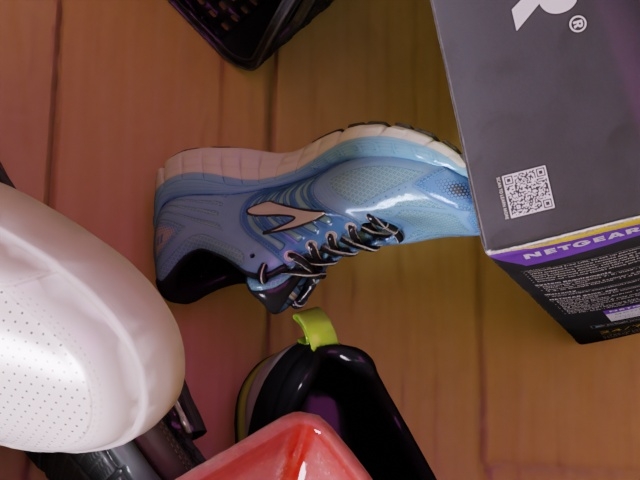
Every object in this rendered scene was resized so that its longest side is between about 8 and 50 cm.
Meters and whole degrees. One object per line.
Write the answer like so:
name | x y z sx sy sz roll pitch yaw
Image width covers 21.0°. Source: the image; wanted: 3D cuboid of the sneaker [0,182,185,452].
sneaker | -0.207 0.037 0.594 0.293 0.108 0.169 17 33 21

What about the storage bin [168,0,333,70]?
storage bin | -0.053 -0.179 0.759 0.180 0.122 0.084 45 69 2

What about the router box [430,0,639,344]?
router box | 0.096 -0.126 0.716 0.081 0.243 0.308 -14 75 13

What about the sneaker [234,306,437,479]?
sneaker | 0.016 0.144 0.694 0.084 0.097 0.234 -16 78 -18

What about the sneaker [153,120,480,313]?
sneaker | 0.000 0.000 0.716 0.063 0.162 0.073 44 48 -47

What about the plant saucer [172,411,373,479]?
plant saucer | -0.031 0.219 0.574 0.259 0.047 0.258 -28 67 -30

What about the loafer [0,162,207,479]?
loafer | -0.110 0.023 0.704 0.267 0.096 0.084 47 63 5
